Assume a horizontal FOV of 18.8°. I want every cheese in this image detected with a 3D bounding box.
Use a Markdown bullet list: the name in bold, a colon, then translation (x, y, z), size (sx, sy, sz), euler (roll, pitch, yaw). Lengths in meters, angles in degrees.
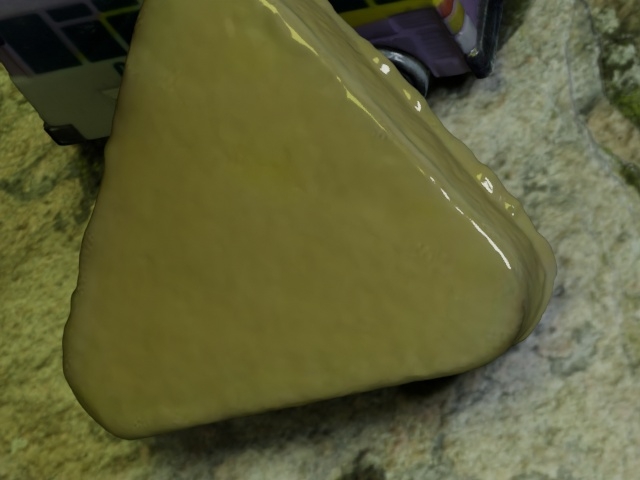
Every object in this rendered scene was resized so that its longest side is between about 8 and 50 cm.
- **cheese**: translation (0.000, 0.001, 1.449), size (0.384, 0.104, 0.384), euler (2, 97, 22)

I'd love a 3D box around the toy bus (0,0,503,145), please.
- **toy bus**: translation (-0.082, -0.241, 1.652), size (0.439, 0.249, 0.209), euler (-8, 54, 27)
